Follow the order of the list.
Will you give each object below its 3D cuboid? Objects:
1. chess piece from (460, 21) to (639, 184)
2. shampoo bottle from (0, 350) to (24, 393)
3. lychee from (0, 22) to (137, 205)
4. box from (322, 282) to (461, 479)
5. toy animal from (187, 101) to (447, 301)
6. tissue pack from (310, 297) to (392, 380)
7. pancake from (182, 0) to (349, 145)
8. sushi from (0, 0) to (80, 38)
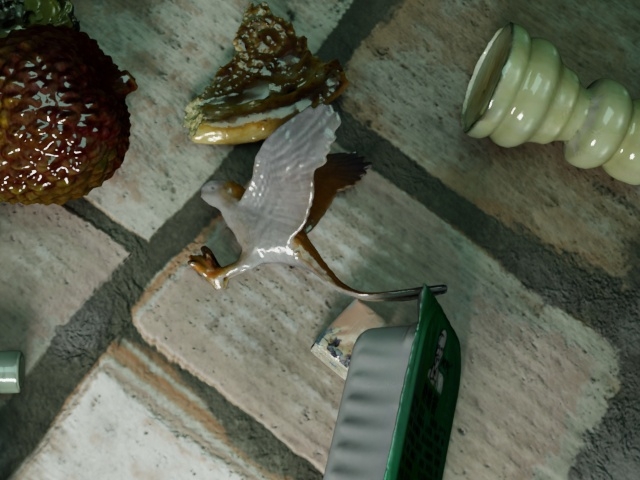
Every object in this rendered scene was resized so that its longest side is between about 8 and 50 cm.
[{"bbox_3d":[0.397,-0.189,1.328,0.330,0.182,0.182,21,68,-8],"label":"chess piece"},{"bbox_3d":[-0.478,0.169,1.093,0.195,0.056,0.056,-1,71,-10],"label":"shampoo bottle"},{"bbox_3d":[-0.368,-0.158,1.143,0.271,0.236,0.236,-29,77,7],"label":"lychee"},{"bbox_3d":[0.086,0.248,1.092,0.106,0.264,0.336,5,66,22],"label":"box"},{"bbox_3d":[-0.022,0.008,1.202,0.302,0.225,0.284,-26,79,4],"label":"toy animal"},{"bbox_3d":[0.044,0.135,1.197,0.074,0.059,0.094,39,68,7],"label":"tissue pack"},{"bbox_3d":[-0.091,-0.265,1.319,0.266,0.057,0.244,-10,72,-13],"label":"pancake"},{"bbox_3d":[-0.499,-0.320,1.229,0.291,0.131,0.139,-18,76,-7],"label":"sushi"}]
